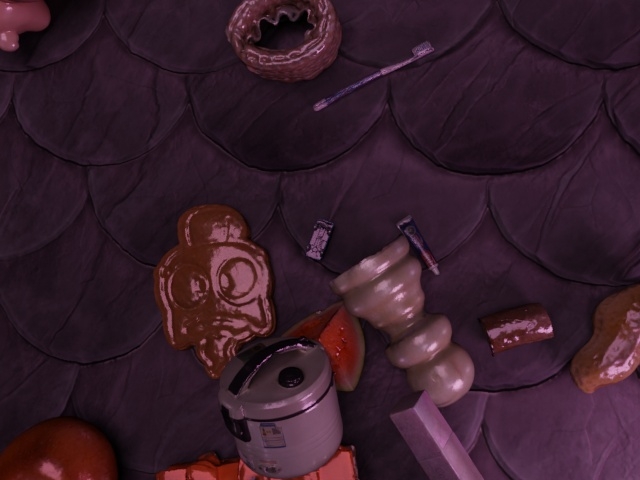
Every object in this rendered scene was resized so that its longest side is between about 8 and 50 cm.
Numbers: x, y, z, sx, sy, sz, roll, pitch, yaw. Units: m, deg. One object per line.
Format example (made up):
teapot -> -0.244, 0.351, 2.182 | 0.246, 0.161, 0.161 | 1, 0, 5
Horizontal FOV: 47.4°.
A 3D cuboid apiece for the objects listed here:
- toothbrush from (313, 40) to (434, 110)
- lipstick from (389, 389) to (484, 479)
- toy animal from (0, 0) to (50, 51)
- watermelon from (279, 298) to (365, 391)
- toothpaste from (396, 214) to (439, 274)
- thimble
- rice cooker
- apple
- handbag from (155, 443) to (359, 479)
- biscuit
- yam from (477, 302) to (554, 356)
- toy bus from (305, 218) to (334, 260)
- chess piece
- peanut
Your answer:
toothbrush -> 0.111, -0.353, 1.570 | 0.288, 0.024, 0.026 | -27, 79, 6
lipstick -> 0.247, 0.436, 1.378 | 0.066, 0.068, 0.317 | -29, 96, 37
toy animal -> -0.691, -0.562, 1.649 | 0.345, 0.277, 0.247 | 25, 117, 22
watermelon -> -0.006, 0.218, 1.486 | 0.145, 0.137, 0.193 | -22, 60, 37
toothpaste -> 0.207, 0.013, 1.512 | 0.037, 0.021, 0.140 | -31, 76, 0
thimble -> -0.070, -0.439, 1.553 | 0.229, 0.148, 0.196 | -31, 81, 7
rice cooker -> -0.077, 0.305, 1.373 | 0.225, 0.226, 0.244 | -4, 121, 9
apple -> -0.549, 0.498, 1.489 | 0.271, 0.206, 0.252 | -26, 83, 4
handbag -> -0.114, 0.568, 1.451 | 0.409, 0.116, 0.304 | -9, 81, 9
biscuit -> -0.231, 0.107, 1.562 | 0.269, 0.051, 0.376 | -8, 82, 10
yam -> 0.383, 0.172, 1.435 | 0.127, 0.084, 0.084 | -18, 81, 4
toy bus -> 0.000, 0.000, 1.536 | 0.038, 0.046, 0.083 | 19, 84, 11
chess piece -> 0.178, 0.170, 1.433 | 0.182, 0.182, 0.330 | -34, 85, 4
peanut -> 0.562, 0.186, 1.389 | 0.120, 0.110, 0.236 | 35, 97, -9
